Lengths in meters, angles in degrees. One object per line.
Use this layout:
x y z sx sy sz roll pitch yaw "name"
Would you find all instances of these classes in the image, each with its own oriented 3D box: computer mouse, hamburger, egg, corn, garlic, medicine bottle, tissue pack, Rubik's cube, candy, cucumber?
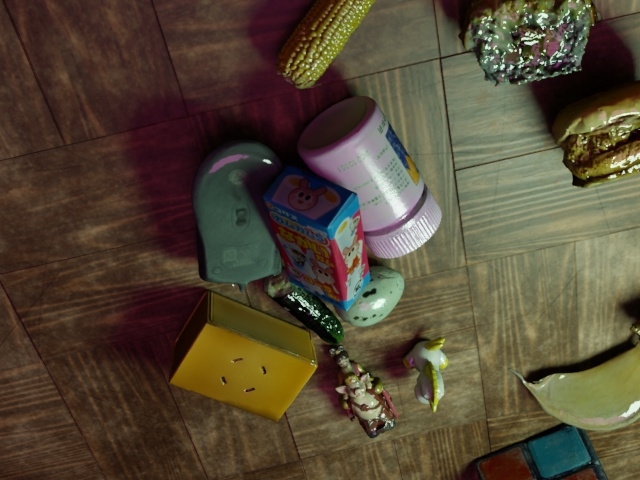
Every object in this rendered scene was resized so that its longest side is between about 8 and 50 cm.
-0.166 -0.054 1.576 0.188 0.122 0.371 -6 127 -12 "computer mouse"
0.566 -0.215 1.505 0.244 0.244 0.163 -27 100 10 "hamburger"
0.105 0.115 1.710 0.164 0.131 0.131 -35 120 0 "egg"
0.017 -0.389 1.406 0.091 0.091 0.260 26 113 -40 "corn"
0.660 0.373 1.950 0.338 0.151 0.196 -14 95 11 "garlic"
0.100 -0.120 1.530 0.178 0.178 0.290 -31 121 13 "medicine bottle"
-0.173 0.256 1.757 0.274 0.145 0.194 25 118 -21 "tissue pack"
0.623 0.724 2.038 0.318 0.313 0.316 -24 121 10 "Rubik's cube"
-0.001 0.001 1.544 0.157 0.100 0.306 27 152 24 "candy"
-0.026 0.153 1.752 0.074 0.074 0.241 -37 121 16 "cucumber"

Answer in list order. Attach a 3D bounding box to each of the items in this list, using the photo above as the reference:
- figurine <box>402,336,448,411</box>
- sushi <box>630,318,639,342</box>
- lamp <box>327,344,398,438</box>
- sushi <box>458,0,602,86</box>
0.254 0.319 1.830 0.109 0.178 0.129 8 148 -5 "figurine"
0.900 0.266 1.837 0.207 0.234 0.348 -37 96 20 "sushi"
0.097 0.362 1.872 0.118 0.118 0.253 -22 123 7 "lamp"
0.390 -0.388 1.417 0.274 0.139 0.184 -8 125 6 "sushi"
